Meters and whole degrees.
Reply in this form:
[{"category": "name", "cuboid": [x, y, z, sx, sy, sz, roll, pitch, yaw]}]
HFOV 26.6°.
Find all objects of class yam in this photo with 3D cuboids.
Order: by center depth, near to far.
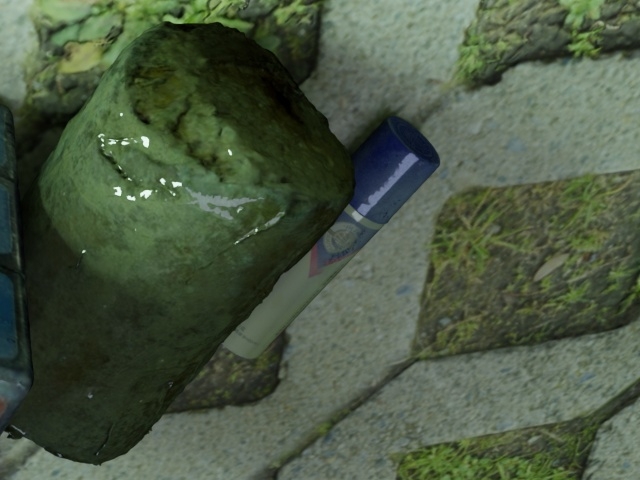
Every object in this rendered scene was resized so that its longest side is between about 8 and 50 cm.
[{"category": "yam", "cuboid": [-0.124, 0.000, 0.967, 0.195, 0.195, 0.300, 24, 120, -31]}]

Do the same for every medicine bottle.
[{"category": "medicine bottle", "cuboid": [0.000, 0.000, 1.088, 0.059, 0.059, 0.231, 28, 117, -32]}]

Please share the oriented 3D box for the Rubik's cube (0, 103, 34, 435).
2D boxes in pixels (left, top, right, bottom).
[{"category": "Rubik's cube", "cuboid": [-0.383, 0.050, 0.862, 0.305, 0.301, 0.303, 23, 118, -29]}]
